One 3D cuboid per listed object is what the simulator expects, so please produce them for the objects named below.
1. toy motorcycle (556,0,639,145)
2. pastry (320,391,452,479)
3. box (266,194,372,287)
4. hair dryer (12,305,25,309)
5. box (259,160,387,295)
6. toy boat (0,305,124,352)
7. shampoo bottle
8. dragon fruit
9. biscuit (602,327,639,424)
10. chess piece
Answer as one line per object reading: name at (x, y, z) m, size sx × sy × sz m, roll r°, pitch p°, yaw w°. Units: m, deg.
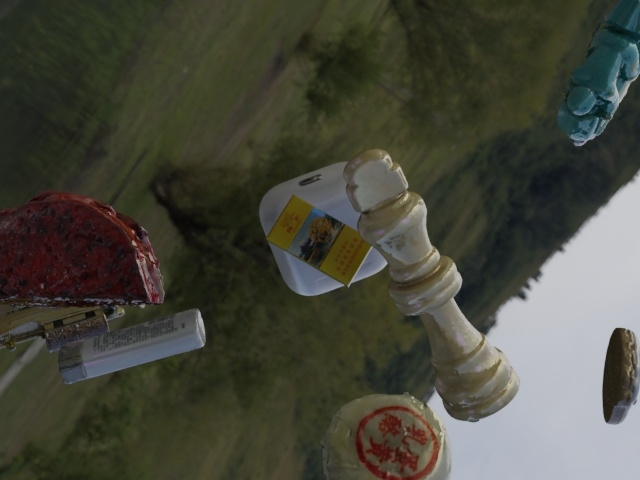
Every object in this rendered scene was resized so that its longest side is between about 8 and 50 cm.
toy motorcycle at (0.430, -0.261, 1.446) m, size 0.198 × 0.109 × 0.296 m, roll -31°, pitch 148°, yaw -52°
pastry at (0.122, 0.406, 1.773) m, size 0.265 × 0.265 × 0.133 m, roll -58°, pitch 160°, yaw -31°
box at (0.000, 0.000, 1.531) m, size 0.087 × 0.155 × 0.023 m, roll -60°, pitch 171°, yaw -6°
hair dryer at (-0.712, 0.131, 1.989) m, size 0.219 × 0.225 × 0.088 m, roll -38°, pitch 171°, yaw -30°
box at (0.017, -0.024, 2.308) m, size 0.288 × 0.349 × 0.141 m, roll -21°, pitch -135°, yaw -2°
toy boat at (-0.443, 0.143, 1.625) m, size 0.226 × 0.088 × 0.068 m, roll -16°, pitch 149°, yaw -19°
shampoo bottle at (-0.299, 0.167, 1.520) m, size 0.227 × 0.056 × 0.086 m, roll -16°, pitch -158°, yaw -1°
dragon fruit at (-0.346, 0.019, 1.338) m, size 0.205 × 0.317 × 0.152 m, roll 44°, pitch 47°, yaw -77°
biscuit at (0.588, 0.265, 1.860) m, size 0.208 × 0.049 × 0.181 m, roll 82°, pitch 17°, yaw -54°
chess piece at (0.141, 0.055, 1.291) m, size 0.117 × 0.397 × 0.117 m, roll -26°, pitch -163°, yaw 8°
